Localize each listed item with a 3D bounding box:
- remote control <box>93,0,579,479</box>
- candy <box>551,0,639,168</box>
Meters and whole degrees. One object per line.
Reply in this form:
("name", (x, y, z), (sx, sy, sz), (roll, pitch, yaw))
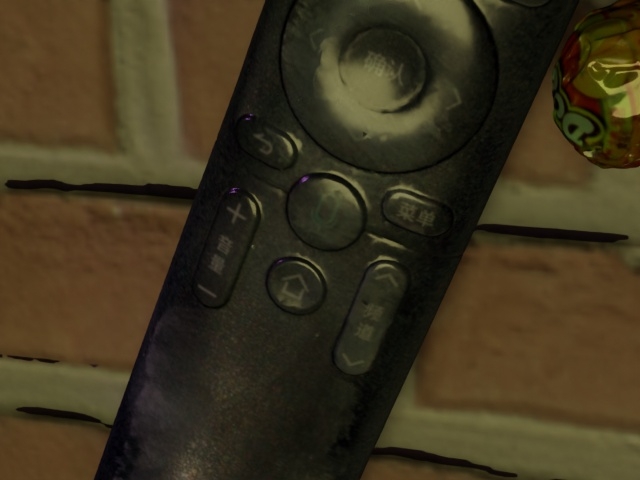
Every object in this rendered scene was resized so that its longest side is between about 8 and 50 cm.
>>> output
("remote control", (0.000, 0.000, 0.616), (0.107, 0.044, 0.377), (23, 118, 2))
("candy", (0.176, -0.072, 0.537), (0.201, 0.060, 0.060), (-14, 108, 13))
